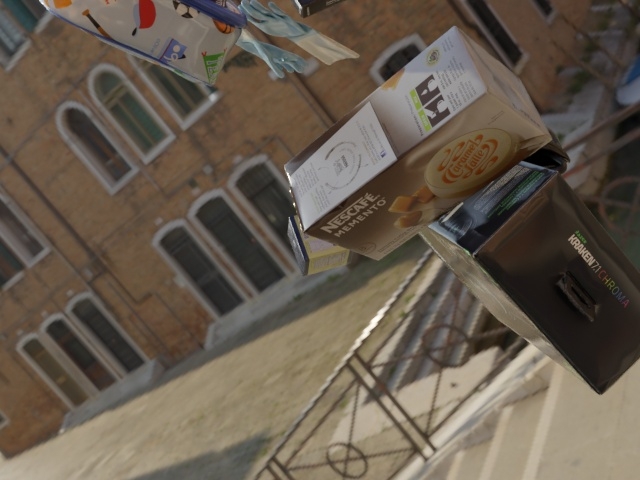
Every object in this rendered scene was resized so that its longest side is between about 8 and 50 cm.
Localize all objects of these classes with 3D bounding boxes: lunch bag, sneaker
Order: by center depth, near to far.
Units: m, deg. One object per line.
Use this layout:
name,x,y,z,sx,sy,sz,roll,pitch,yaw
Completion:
lunch bag,-0.228,-0.301,0.959,0.115,0.243,0.303,-59,33,13
sneaker,0.322,-0.120,1.211,0.087,0.130,0.227,-37,-29,19

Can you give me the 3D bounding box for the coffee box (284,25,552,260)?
coffee box,0.099,-0.093,0.871,0.246,0.141,0.098,-36,54,27

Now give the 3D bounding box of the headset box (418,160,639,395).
headset box,0.255,0.026,0.986,0.131,0.246,0.283,-44,19,0

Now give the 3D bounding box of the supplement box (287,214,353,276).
supplement box,0.000,0.000,1.285,0.083,0.083,0.056,-14,-26,-13

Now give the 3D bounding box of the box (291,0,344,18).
box,0.018,-0.413,1.234,0.162,0.116,0.029,-27,-25,-9

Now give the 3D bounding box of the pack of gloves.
pack of gloves,-0.082,-0.334,1.397,0.195,0.232,0.046,2,76,49
